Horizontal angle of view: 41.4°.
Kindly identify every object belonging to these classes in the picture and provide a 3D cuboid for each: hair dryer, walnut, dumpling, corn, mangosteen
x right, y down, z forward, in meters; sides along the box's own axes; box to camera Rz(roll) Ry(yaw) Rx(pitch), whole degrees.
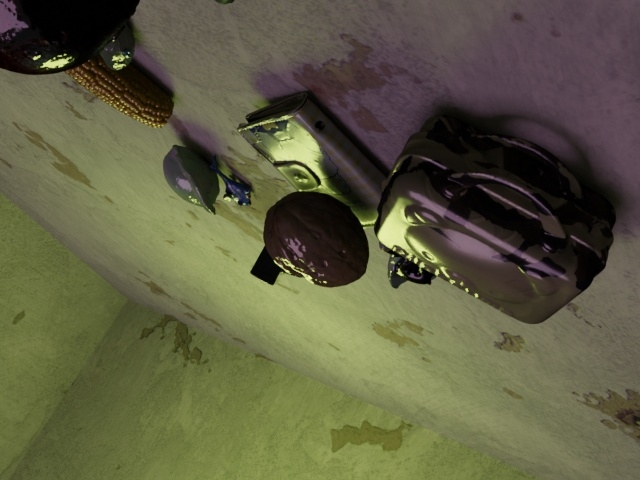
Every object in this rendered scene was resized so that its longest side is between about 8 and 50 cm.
[{"bbox_3d":[-0.084,0.055,2.239,0.070,0.128,0.255,29,-176,25],"label":"hair dryer"},{"bbox_3d":[-0.001,0.002,1.593,0.230,0.178,0.178,36,161,-23],"label":"walnut"},{"bbox_3d":[-0.285,-0.139,1.976,0.149,0.104,0.216,25,160,28],"label":"dumpling"},{"bbox_3d":[-0.434,-0.335,1.706,0.310,0.101,0.101,40,160,-23],"label":"corn"},{"bbox_3d":[-0.397,-0.390,1.163,0.330,0.330,0.330,27,161,10],"label":"mangosteen"}]

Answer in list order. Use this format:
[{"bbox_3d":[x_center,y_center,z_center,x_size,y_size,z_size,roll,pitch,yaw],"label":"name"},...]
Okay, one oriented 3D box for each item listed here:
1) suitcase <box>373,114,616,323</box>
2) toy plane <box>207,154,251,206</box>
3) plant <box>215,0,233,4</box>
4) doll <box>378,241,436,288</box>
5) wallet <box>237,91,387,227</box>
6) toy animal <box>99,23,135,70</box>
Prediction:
[{"bbox_3d":[0.258,-0.031,1.293,0.352,0.194,0.339,29,159,4],"label":"suitcase"},{"bbox_3d":[-0.208,-0.134,1.978,0.062,0.054,0.167,-15,139,30],"label":"toy plane"},{"bbox_3d":[-0.127,-0.382,1.201,0.051,0.051,0.102,33,148,-7],"label":"plant"},{"bbox_3d":[0.185,0.025,1.631,0.103,0.145,0.316,50,179,22],"label":"doll"},{"bbox_3d":[0.007,-0.140,1.579,0.309,0.077,0.223,43,156,-28],"label":"wallet"},{"bbox_3d":[-0.377,-0.402,1.526,0.079,0.070,0.253,-2,151,-10],"label":"toy animal"}]
